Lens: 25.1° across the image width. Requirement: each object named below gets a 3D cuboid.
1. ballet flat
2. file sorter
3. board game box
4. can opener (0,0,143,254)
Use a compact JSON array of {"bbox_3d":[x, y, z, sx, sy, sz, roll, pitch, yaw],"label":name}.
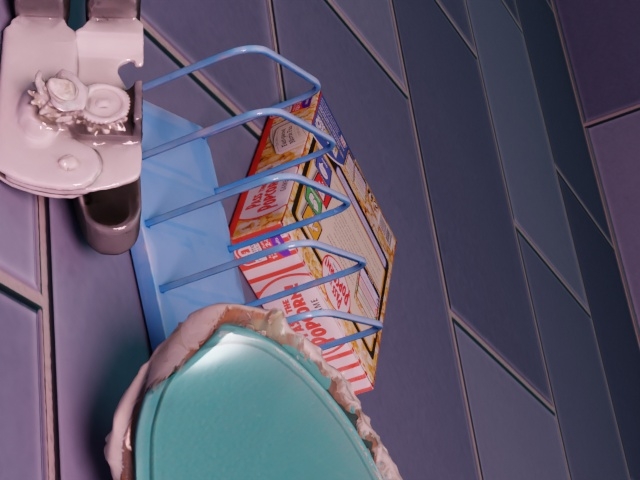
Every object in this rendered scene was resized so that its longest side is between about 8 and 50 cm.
[{"bbox_3d":[-0.004,0.204,0.760,0.147,0.147,0.409,-68,138,-62],"label":"ballet flat"},{"bbox_3d":[-0.043,-0.014,0.847,0.118,0.104,0.170,21,52,-66],"label":"file sorter"},{"bbox_3d":[0.000,0.000,1.035,0.146,0.045,0.193,62,21,-25],"label":"board game box"},{"bbox_3d":[-0.134,-0.125,0.785,0.093,0.074,0.280,104,-16,-56],"label":"can opener"}]
